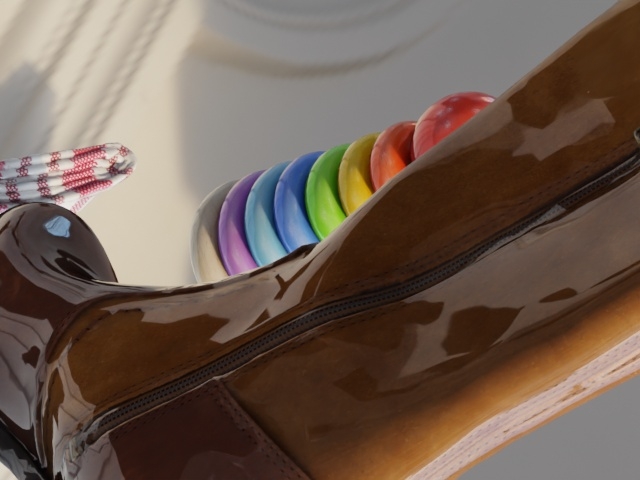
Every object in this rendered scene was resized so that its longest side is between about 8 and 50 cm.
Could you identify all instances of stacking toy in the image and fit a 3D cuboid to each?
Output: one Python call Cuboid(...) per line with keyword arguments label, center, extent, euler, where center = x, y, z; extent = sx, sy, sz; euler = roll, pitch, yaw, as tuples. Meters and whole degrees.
Cuboid(label="stacking toy", center=(0.038, -0.035, 1.506), extent=(0.330, 0.141, 0.141), euler=(-29, -144, 46))

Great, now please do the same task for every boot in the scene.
Cuboid(label="boot", center=(0.000, 0.000, 0.603), extent=(0.280, 0.096, 0.264), euler=(-40, -152, 12))

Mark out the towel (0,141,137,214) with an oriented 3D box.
Cuboid(label="towel", center=(-0.185, 0.013, 0.776), extent=(0.144, 0.197, 0.029), euler=(-33, -105, 46))
